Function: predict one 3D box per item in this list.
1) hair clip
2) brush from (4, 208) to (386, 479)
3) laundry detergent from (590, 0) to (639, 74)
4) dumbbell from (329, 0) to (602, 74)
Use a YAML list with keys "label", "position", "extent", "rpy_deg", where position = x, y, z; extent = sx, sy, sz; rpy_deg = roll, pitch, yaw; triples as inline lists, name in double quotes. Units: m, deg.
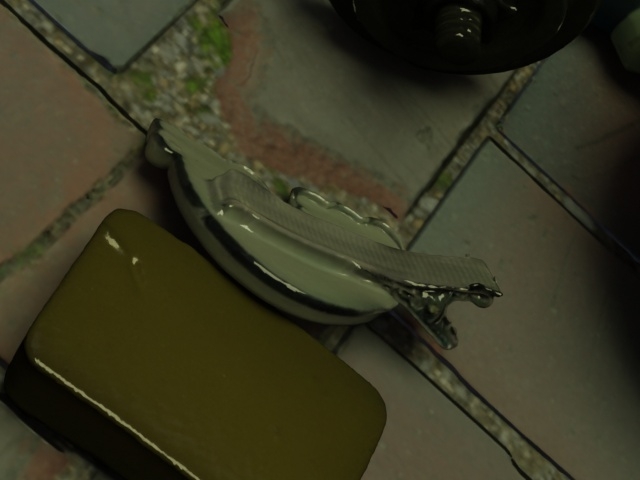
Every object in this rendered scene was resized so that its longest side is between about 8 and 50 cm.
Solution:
- label: "hair clip"
  position: [0.000, 0.000, 0.909]
  extent: [0.220, 0.054, 0.140]
  rpy_deg: [23, 28, -21]
- label: "brush"
  position: [-0.067, 0.085, 0.842]
  extent: [0.197, 0.059, 0.123]
  rpy_deg: [38, 47, -10]
- label: "laundry detergent"
  position: [0.220, -0.254, 1.192]
  extent: [0.143, 0.094, 0.289]
  rpy_deg: [-3, 65, -48]
- label: "dumbbell"
  position: [0.099, -0.236, 1.045]
  extent: [0.192, 0.192, 0.290]
  rpy_deg: [21, 54, -21]
